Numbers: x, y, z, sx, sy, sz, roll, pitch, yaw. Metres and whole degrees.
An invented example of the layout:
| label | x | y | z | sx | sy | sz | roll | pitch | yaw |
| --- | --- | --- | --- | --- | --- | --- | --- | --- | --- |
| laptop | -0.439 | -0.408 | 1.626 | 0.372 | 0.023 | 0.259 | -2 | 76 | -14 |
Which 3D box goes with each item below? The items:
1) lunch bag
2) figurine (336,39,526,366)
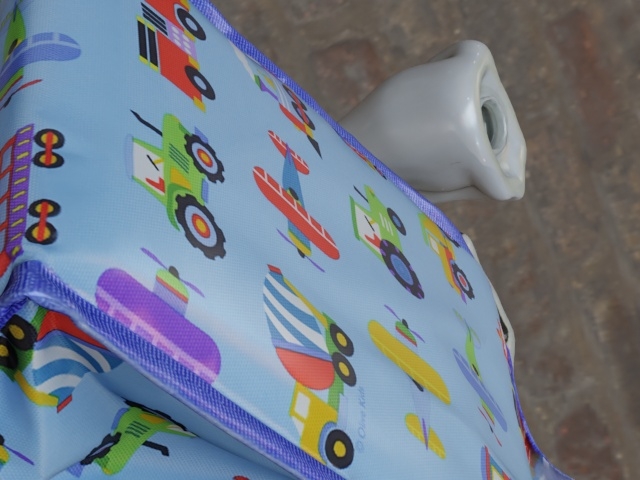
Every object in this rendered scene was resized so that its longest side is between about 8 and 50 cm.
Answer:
| label | x | y | z | sx | sy | sz | roll | pitch | yaw |
| --- | --- | --- | --- | --- | --- | --- | --- | --- | --- |
| lunch bag | -0.009 | 0.042 | 0.501 | 0.293 | 0.138 | 0.221 | 29 | 31 | -28 |
| figurine | 0.000 | 0.000 | 0.797 | 0.092 | 0.209 | 0.215 | 52 | 38 | -45 |
